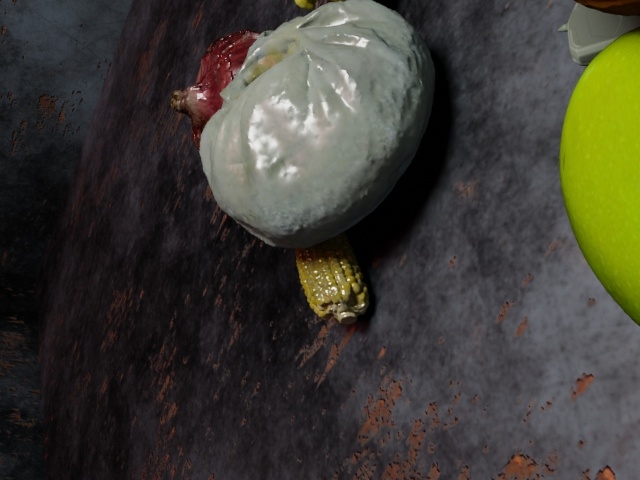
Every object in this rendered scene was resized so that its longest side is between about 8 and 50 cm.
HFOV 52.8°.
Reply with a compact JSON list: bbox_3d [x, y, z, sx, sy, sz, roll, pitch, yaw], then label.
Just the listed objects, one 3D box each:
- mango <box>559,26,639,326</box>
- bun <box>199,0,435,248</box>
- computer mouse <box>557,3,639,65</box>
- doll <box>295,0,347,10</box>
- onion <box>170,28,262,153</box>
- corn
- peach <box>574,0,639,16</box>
[{"bbox_3d":[0.280,-0.001,0.425,0.192,0.156,0.343,-51,43,45],"label":"mango"},{"bbox_3d":[-0.024,-0.158,0.844,0.355,0.194,0.354,-27,45,30],"label":"bun"},{"bbox_3d":[0.290,-0.202,0.575,0.182,0.056,0.089,6,79,64],"label":"computer mouse"},{"bbox_3d":[0.077,-0.436,0.907,0.363,0.145,0.199,0,90,53],"label":"doll"},{"bbox_3d":[-0.150,-0.236,1.108,0.252,0.219,0.252,-10,78,60],"label":"onion"},{"bbox_3d":[0.000,0.000,0.919,0.086,0.087,0.288,-51,38,34],"label":"corn"},{"bbox_3d":[0.194,-0.318,0.391,0.290,0.372,0.372,-20,50,2],"label":"peach"}]
